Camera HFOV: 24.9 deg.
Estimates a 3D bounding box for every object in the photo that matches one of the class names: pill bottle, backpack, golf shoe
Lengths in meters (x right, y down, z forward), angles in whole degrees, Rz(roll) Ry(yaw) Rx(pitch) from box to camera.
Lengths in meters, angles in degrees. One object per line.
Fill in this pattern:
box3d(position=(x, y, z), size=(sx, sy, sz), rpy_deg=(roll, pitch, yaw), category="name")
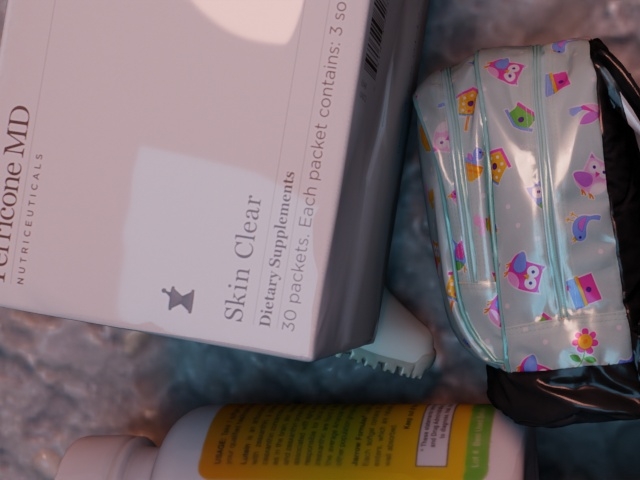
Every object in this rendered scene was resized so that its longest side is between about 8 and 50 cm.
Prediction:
box3d(position=(-0.011, 0.154, 0.765), size=(0.246, 0.136, 0.136), rpy_deg=(-1, 103, 12), category="pill bottle")
box3d(position=(0.111, -0.007, 0.699), size=(0.115, 0.152, 0.182), rpy_deg=(-9, 90, 5), category="backpack")
box3d(position=(0.000, 0.000, 0.764), size=(0.176, 0.069, 0.086), rpy_deg=(37, 102, 0), category="golf shoe")

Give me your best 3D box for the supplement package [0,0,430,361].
box3d(position=(-0.036, -0.089, 0.643), size=(0.145, 0.204, 0.261), rpy_deg=(8, 89, 9), category="supplement package")
